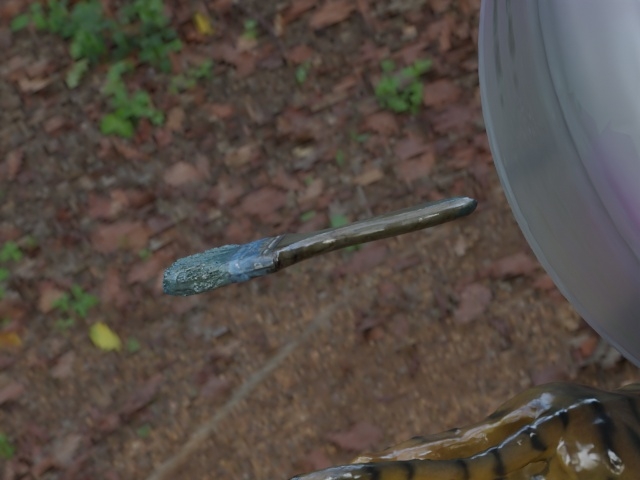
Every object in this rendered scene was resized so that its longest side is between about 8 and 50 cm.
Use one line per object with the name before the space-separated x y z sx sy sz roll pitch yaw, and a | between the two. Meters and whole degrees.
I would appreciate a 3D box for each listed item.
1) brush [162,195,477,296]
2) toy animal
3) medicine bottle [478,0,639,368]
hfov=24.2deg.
brush | 0.000 0.000 0.909 0.196 0.021 0.070 -15 8 10
toy animal | 0.091 0.083 0.541 0.114 0.255 0.116 43 116 32
medicine bottle | 0.177 -0.068 0.350 0.256 0.256 0.325 -27 -4 -3
